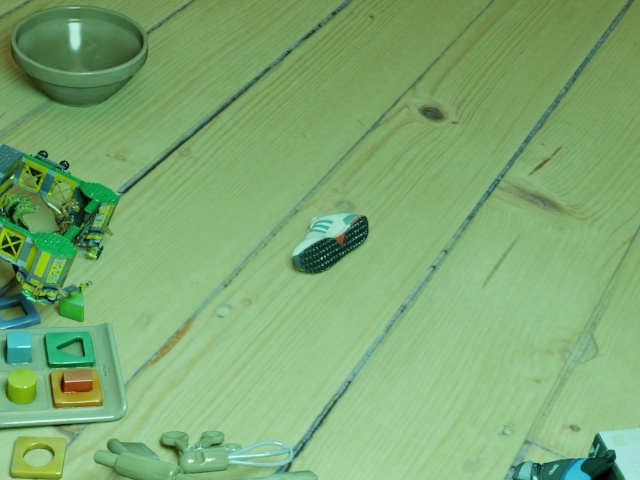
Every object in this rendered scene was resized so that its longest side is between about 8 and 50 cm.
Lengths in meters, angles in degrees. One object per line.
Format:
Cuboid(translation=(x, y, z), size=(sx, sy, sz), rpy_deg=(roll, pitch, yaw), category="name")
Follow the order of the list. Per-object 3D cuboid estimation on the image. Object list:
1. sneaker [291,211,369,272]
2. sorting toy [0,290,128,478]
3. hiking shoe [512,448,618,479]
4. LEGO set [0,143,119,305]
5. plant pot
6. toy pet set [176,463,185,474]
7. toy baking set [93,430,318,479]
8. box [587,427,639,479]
Cuboid(translation=(0.000, 0.000, 1.982), size=(0.075, 0.057, 0.161), rpy_deg=(18, 37, 40), category="sneaker")
Cuboid(translation=(-0.363, 0.170, 1.692), size=(0.196, 0.047, 0.348), rpy_deg=(-5, 40, -16), category="sorting toy")
Cuboid(translation=(0.306, 0.367, 1.466), size=(0.132, 0.113, 0.304), rpy_deg=(-17, 44, 12), category="hiking shoe")
Cuboid(translation=(-0.440, 0.015, 1.809), size=(0.255, 0.192, 0.331), rpy_deg=(23, 22, -10), category="LEGO set")
Cuboid(translation=(-0.422, -0.311, 2.248), size=(0.237, 0.110, 0.237), rpy_deg=(5, 39, -4), category="plant pot")
Cuboid(translation=(-0.168, 0.329, 1.533), size=(0.114, 0.065, 0.122), rpy_deg=(-17, 26, 25), category="toy pet set")
Cuboid(translation=(-0.140, 0.261, 1.545), size=(0.256, 0.030, 0.197), rpy_deg=(10, 12, 35), category="toy baking set")
Cuboid(translation=(0.508, 0.359, 1.602), size=(0.232, 0.058, 0.322), rpy_deg=(-4, 38, -16), category="box")
